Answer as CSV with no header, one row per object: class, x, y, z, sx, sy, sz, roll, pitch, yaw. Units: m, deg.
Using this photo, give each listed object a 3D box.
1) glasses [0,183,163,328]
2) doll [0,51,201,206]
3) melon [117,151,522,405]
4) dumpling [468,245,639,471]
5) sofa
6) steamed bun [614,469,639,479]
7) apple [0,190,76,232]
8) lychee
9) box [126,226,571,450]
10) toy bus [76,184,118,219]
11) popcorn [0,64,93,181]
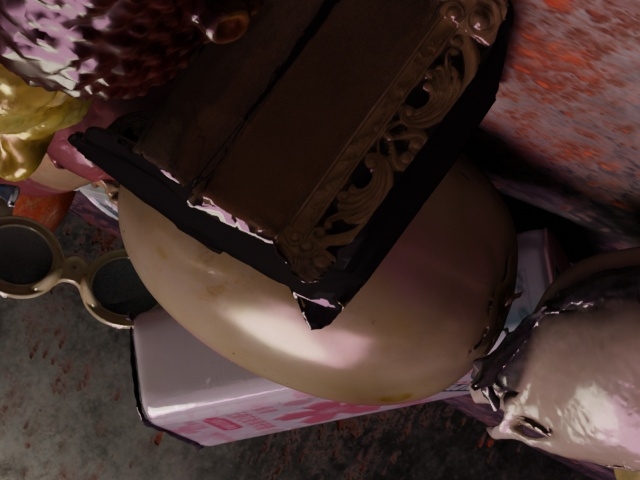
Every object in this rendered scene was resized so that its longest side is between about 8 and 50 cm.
glasses,-0.211,0.016,1.654,0.189,0.088,0.220,17,174,-4
doll,-0.213,-0.119,1.628,0.256,0.152,0.196,-6,124,54
melon,0.000,0.000,1.465,0.317,0.223,0.223,21,171,15
dumpling,0.242,0.062,1.404,0.293,0.204,0.163,-12,119,38
sofa,-0.016,-0.083,1.147,0.182,0.200,0.258,37,174,8
steamed bun,0.397,0.179,1.607,0.273,0.166,0.232,22,161,-7
apple,-0.362,-0.105,2.027,0.253,0.253,0.253,26,172,4
lychee,-0.092,-0.158,0.873,0.194,0.194,0.194,26,172,4
box,0.031,0.085,1.653,0.369,0.112,0.190,-11,163,11
toy bus,-0.100,-0.054,1.754,0.164,0.134,0.276,29,171,-32
popcorn,-0.246,-0.160,1.277,0.215,0.252,0.286,-17,-159,-29
